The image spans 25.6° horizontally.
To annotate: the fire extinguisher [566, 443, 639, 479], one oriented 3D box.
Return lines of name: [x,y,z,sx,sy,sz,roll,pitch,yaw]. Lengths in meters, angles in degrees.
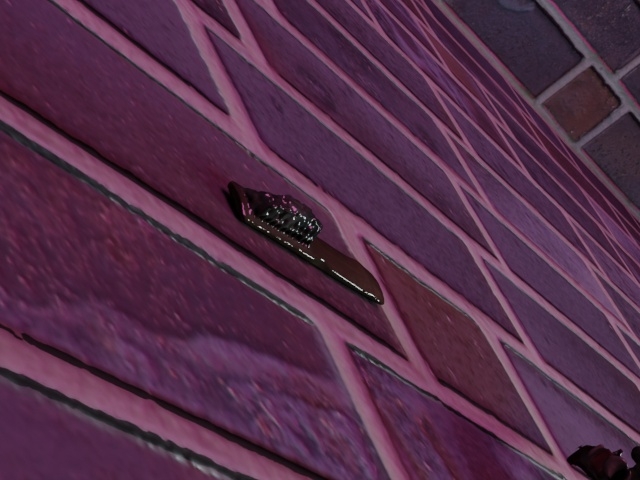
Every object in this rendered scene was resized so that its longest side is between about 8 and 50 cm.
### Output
fire extinguisher: [0.280,0.281,1.045,0.337,0.106,0.147,60,-9,28]

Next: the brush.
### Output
brush: [0.000,0.000,0.977,0.190,0.027,0.034,35,24,-52]
